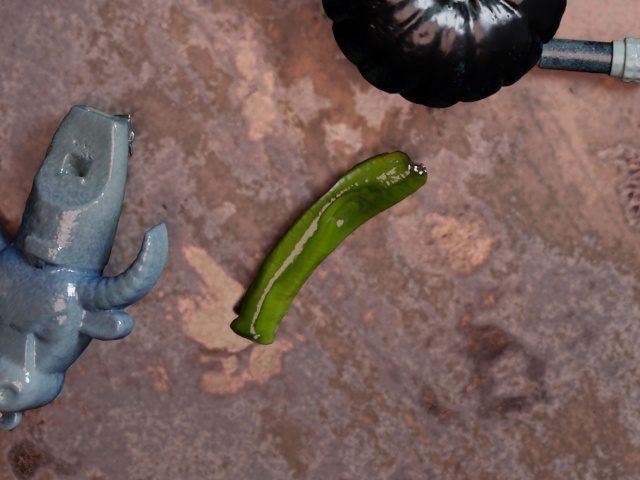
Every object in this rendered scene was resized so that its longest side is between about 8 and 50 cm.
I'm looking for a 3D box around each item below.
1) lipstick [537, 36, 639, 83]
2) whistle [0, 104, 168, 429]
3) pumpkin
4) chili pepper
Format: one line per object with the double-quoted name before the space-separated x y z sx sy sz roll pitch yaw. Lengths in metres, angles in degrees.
"lipstick" 0.206 -0.146 1.263 0.116 0.037 0.037 6 102 2
"whistle" -0.211 0.024 1.260 0.180 0.093 0.269 20 101 20
"pumpkin" 0.094 -0.196 1.198 0.194 0.150 0.194 -15 123 -25
"chili pepper" 0.000 0.000 1.281 0.052 0.050 0.201 39 98 -24
